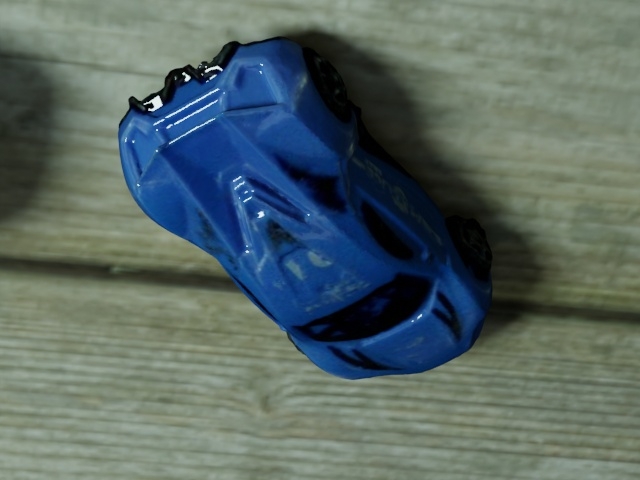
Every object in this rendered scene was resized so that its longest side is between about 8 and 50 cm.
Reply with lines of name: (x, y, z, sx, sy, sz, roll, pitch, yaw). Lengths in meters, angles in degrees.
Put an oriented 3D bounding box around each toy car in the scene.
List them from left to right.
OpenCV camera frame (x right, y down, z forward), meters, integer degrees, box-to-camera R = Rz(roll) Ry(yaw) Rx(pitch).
toy car: (0.000, 0.000, 0.855, 0.103, 0.063, 0.216, -27, 131, 21)
